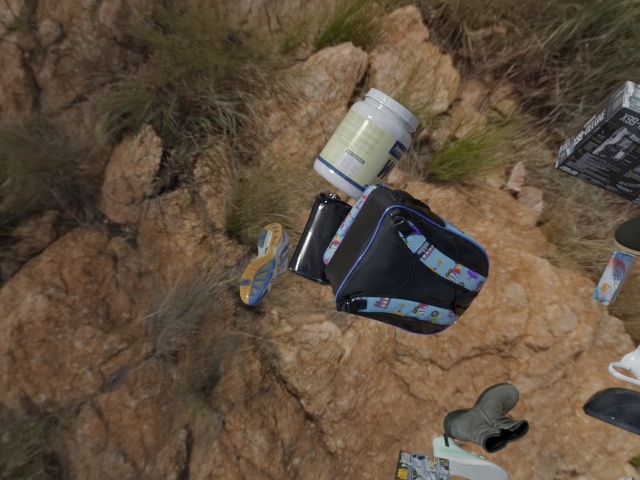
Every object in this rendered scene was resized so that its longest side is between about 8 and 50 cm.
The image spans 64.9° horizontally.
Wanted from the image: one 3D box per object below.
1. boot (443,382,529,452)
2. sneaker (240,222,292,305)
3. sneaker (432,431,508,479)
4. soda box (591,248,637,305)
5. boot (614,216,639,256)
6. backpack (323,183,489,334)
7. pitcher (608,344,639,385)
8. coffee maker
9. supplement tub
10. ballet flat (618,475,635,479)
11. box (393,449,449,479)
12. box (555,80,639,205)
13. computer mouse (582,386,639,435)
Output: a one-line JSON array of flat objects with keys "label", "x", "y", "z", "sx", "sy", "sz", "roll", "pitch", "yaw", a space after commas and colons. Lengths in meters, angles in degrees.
[{"label": "boot", "x": 0.425, "y": 0.420, "z": 1.178, "sx": 0.246, "sy": 0.161, "sz": 0.084, "roll": -18, "pitch": 95, "yaw": -29}, {"label": "sneaker", "x": -0.159, "y": 0.093, "z": 1.637, "sx": 0.111, "sy": 0.131, "sz": 0.297, "roll": 3, "pitch": 57, "yaw": 30}, {"label": "sneaker", "x": 0.506, "y": 0.739, "z": 1.715, "sx": 0.255, "sy": 0.151, "sz": 0.094, "roll": 18, "pitch": 106, "yaw": -3}, {"label": "soda box", "x": 0.975, "y": 0.121, "z": 1.668, "sx": 0.058, "sy": 0.062, "sz": 0.183, "roll": 34, "pitch": 121, "yaw": 40}, {"label": "boot", "x": 0.469, "y": -0.034, "z": 0.702, "sx": 0.136, "sy": 0.198, "sz": 0.077, "roll": 24, "pitch": 78, "yaw": -17}, {"label": "backpack", "x": 0.111, "y": 0.030, "z": 0.627, "sx": 0.173, "sy": 0.117, "sz": 0.158, "roll": 22, "pitch": 109, "yaw": -21}, {"label": "pitcher", "x": 1.057, "y": 0.443, "z": 1.609, "sx": 0.177, "sy": 0.207, "sz": 0.126, "roll": -17, "pitch": 124, "yaw": -18}, {"label": "coffee maker", "x": 0.000, "y": 0.000, "z": 1.088, "sx": 0.120, "sy": 0.171, "sz": 0.178, "roll": 16, "pitch": 81, "yaw": 33}, {"label": "supplement tub", "x": 0.154, "y": -0.311, "z": 1.676, "sx": 0.235, "sy": 0.235, "sz": 0.325, "roll": 36, "pitch": 100, "yaw": 6}, {"label": "ballet flat", "x": 0.955, "y": 0.770, "z": 1.572, "sx": 0.052, "sy": 0.168, "sz": 0.057, "roll": 12, "pitch": 62, "yaw": 42}, {"label": "box", "x": 0.178, "y": 0.416, "z": 0.881, "sx": 0.093, "sy": 0.137, "sz": 0.027, "roll": 6, "pitch": 94, "yaw": 14}, {"label": "box", "x": 0.714, "y": -0.180, "z": 1.081, "sx": 0.307, "sy": 0.242, "sz": 0.077, "roll": 25, "pitch": 67, "yaw": 4}, {"label": "computer mouse", "x": 0.586, "y": 0.317, "z": 0.902, "sx": 0.272, "sy": 0.188, "sz": 0.072, "roll": 24, "pitch": 83, "yaw": -22}]
